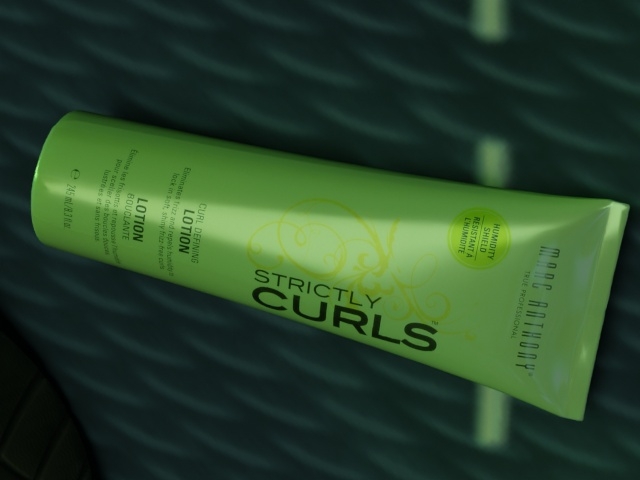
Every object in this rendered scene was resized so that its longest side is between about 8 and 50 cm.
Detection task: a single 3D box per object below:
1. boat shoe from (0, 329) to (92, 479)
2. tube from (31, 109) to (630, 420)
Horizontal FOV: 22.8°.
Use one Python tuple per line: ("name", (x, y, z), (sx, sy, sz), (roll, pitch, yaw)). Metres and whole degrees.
("boat shoe", (-0.237, 0.029, 0.726), (0.116, 0.123, 0.324), (-30, 89, 29))
("tube", (0.000, 0.000, 0.650), (0.240, 0.062, 0.070), (15, 150, 14))
